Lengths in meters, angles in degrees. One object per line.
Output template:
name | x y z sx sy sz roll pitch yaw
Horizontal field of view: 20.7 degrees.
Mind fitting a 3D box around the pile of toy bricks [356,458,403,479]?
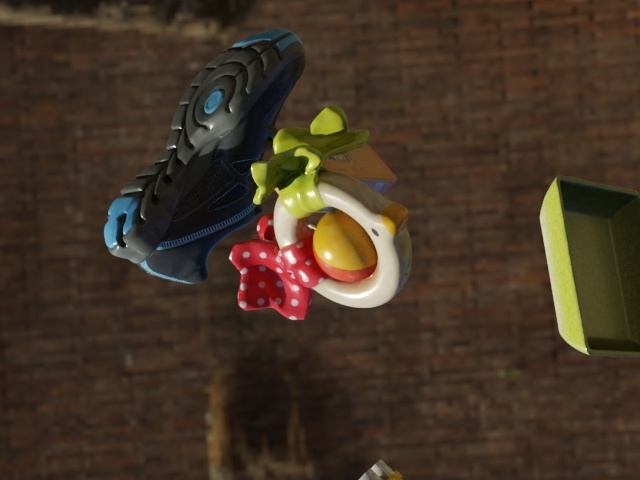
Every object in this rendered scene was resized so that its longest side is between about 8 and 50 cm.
pile of toy bricks | 0.036 0.299 1.639 0.118 0.105 0.212 -50 171 21

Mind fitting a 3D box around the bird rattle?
bird rattle | 0.000 0.000 1.872 0.207 0.253 0.143 27 -142 23

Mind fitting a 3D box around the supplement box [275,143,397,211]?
supplement box | 0.016 -0.090 2.466 0.080 0.078 0.233 -46 161 19

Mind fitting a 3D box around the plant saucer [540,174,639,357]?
plant saucer | 0.293 0.035 1.845 0.045 0.188 0.188 -17 166 36

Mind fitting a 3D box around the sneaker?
sneaker | -0.117 -0.102 2.114 0.139 0.341 0.125 33 -170 -31
